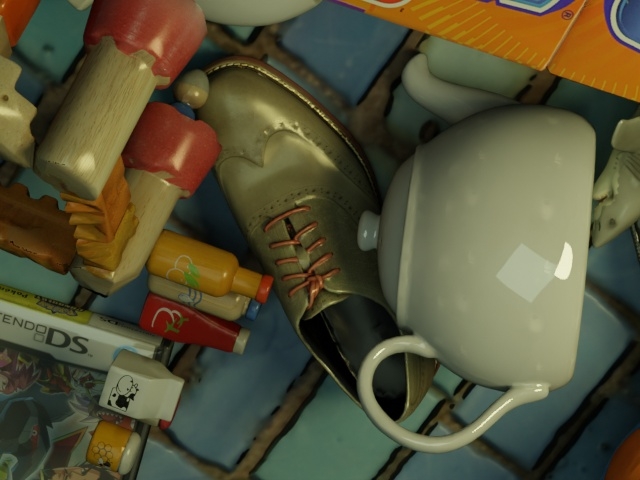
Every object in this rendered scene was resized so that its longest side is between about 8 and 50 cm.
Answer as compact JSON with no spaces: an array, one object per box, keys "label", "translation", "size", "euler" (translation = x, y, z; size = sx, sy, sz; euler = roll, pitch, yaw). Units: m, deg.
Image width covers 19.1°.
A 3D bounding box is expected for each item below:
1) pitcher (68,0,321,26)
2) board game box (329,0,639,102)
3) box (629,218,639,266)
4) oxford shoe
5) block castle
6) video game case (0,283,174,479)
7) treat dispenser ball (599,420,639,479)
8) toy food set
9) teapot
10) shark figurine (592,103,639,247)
[{"label":"pitcher","translation":[-0.096,-0.266,1.551],"size":[0.207,0.125,0.178],"euler":[6,95,15]},{"label":"board game box","translation":[0.213,-0.349,1.274],"size":[0.356,0.356,0.356],"euler":[16,131,-15]},{"label":"box","translation":[0.366,0.014,1.613],"size":[0.191,0.045,0.184],"euler":[-13,89,10]},{"label":"oxford shoe","translation":[0.000,0.000,1.618],"size":[0.123,0.130,0.348],"euler":[-32,103,16]},{"label":"block castle","translation":[-0.306,-0.162,1.474],"size":[0.453,0.303,0.213],"euler":[22,70,8]},{"label":"video game case","translation":[-0.287,0.178,1.756],"size":[0.248,0.035,0.275],"euler":[17,109,-1]},{"label":"treat dispenser ball","translation":[0.367,0.256,1.588],"size":[0.288,0.288,0.288],"euler":[2,109,5]},{"label":"toy food set","translation":[-0.116,0.101,1.636],"size":[0.104,0.111,0.232],"euler":[20,110,2]},{"label":"teapot","translation":[0.122,0.008,1.553],"size":[0.187,0.256,0.252],"euler":[5,115,6]},{"label":"shark figurine","translation":[0.301,-0.103,1.495],"size":[0.116,0.278,0.166],"euler":[28,66,9]}]
